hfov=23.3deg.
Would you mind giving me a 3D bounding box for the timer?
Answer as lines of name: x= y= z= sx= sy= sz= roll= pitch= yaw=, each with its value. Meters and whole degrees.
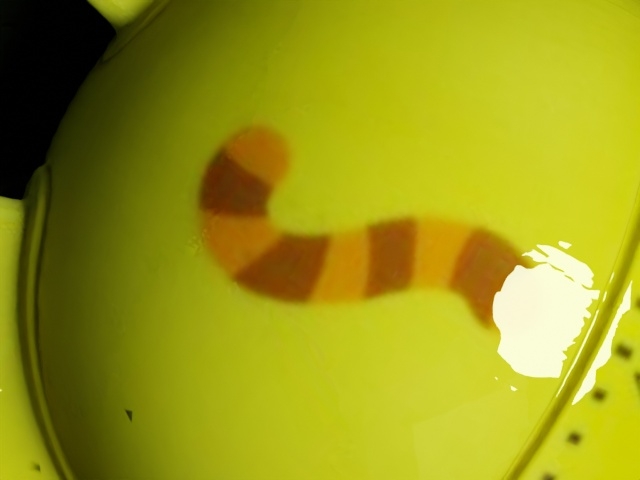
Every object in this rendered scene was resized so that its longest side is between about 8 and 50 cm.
timer: x=0.000 y=0.000 z=0.683 sx=0.387 sy=0.376 sz=0.376 roll=26 pitch=121 yaw=-17
